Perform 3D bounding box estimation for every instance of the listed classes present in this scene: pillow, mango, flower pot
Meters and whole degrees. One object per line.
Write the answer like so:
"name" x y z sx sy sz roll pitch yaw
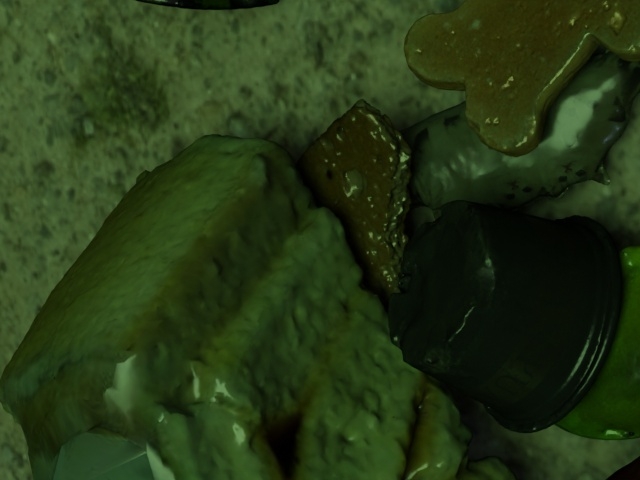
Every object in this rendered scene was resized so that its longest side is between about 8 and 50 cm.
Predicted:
"pillow" 0.127 -0.059 1.368 0.241 0.051 0.093 -21 88 26
"mango" 0.221 0.075 1.326 0.178 0.100 0.119 -35 45 35
"flower pot" 0.117 0.041 1.320 0.107 0.157 0.157 22 117 -25

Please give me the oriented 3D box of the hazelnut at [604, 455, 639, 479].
"hazelnut" 0.278 0.266 1.196 0.366 0.366 0.366 5 103 25

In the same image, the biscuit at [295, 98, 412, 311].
"biscuit" 0.009 0.006 1.422 0.131 0.026 0.237 52 133 7

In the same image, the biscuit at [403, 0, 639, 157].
"biscuit" 0.171 -0.168 1.312 0.234 0.030 0.153 -48 60 14

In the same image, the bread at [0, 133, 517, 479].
"bread" -0.080 0.141 1.366 0.395 0.264 0.239 57 139 2

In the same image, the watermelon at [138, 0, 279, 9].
"watermelon" -0.107 -0.212 1.438 0.125 0.135 0.094 66 156 -2
